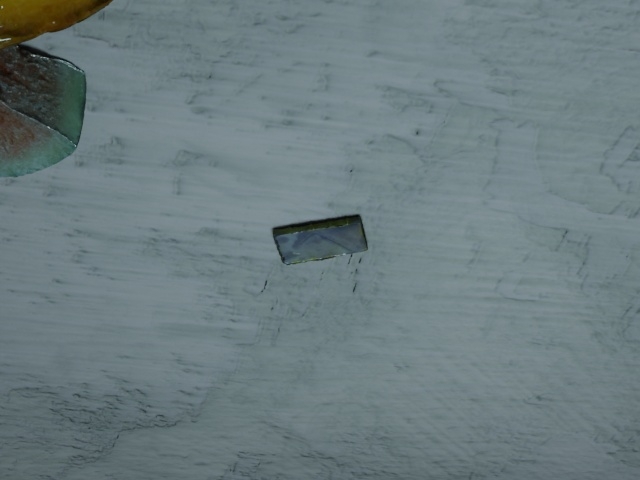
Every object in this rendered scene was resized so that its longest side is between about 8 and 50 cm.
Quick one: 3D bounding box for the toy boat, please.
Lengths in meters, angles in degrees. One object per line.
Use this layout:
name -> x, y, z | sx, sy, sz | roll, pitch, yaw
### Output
toy boat -> 0.000, 0.000, 1.365 | 0.115, 0.016, 0.063 | -9, 138, 7

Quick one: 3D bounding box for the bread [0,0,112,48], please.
bread -> -0.314, -0.280, 0.905 | 0.340, 0.179, 0.194 | 19, 134, -23

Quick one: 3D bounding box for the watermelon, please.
watermelon -> -0.377, -0.166, 1.118 | 0.154, 0.094, 0.241 | -24, 134, 37
